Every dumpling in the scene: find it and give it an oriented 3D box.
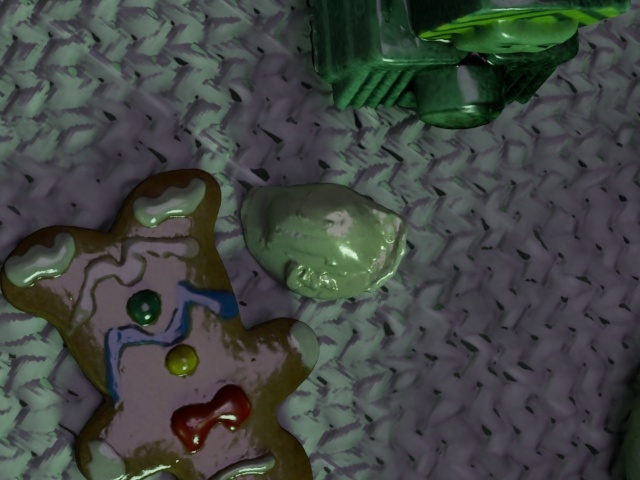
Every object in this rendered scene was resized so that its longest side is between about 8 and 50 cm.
[{"bbox_3d":[0.000,0.000,0.904,0.076,0.052,0.057,11,82,-20],"label":"dumpling"}]

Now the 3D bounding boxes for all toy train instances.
[{"bbox_3d":[0.071,-0.224,0.877,0.139,0.178,0.330,-3,87,-22],"label":"toy train"}]

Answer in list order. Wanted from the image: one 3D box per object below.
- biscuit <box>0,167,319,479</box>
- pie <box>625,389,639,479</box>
[{"bbox_3d":[-0.064,0.071,0.887,0.138,0.031,0.205,-26,99,-18],"label":"biscuit"},{"bbox_3d":[0.271,0.141,0.998,0.241,0.054,0.240,1,87,-24],"label":"pie"}]
